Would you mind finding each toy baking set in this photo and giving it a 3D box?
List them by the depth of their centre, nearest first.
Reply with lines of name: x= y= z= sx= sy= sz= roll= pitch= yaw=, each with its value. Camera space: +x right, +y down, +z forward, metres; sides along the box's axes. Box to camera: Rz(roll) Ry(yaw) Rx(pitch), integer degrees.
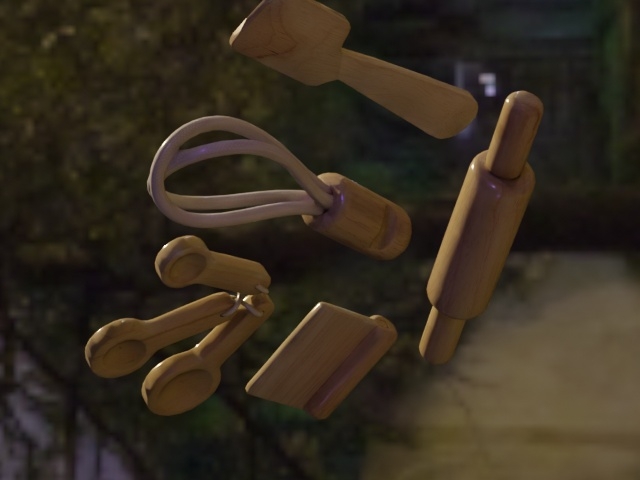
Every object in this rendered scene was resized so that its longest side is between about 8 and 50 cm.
toy baking set: x=0.006 y=0.000 z=0.838 sx=0.030 sy=0.196 sz=0.256 roll=57 pitch=143 yaw=34
